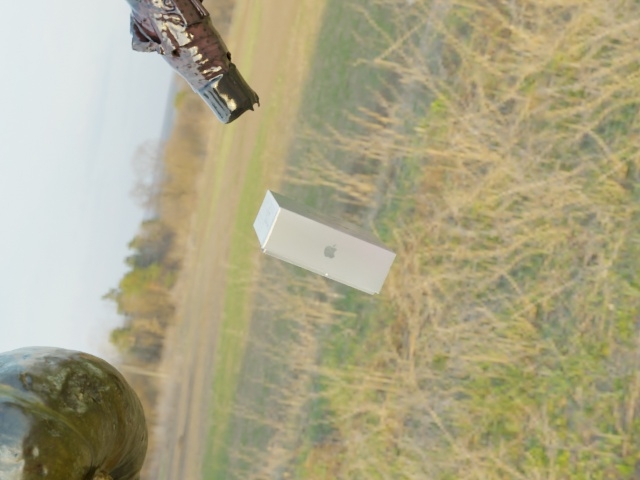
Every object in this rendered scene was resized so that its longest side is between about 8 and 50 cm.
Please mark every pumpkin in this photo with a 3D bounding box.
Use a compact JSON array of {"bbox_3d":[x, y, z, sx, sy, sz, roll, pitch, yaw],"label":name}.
[{"bbox_3d":[-0.210,0.185,0.705,0.219,0.163,0.218,10,-90,-73],"label":"pumpkin"}]

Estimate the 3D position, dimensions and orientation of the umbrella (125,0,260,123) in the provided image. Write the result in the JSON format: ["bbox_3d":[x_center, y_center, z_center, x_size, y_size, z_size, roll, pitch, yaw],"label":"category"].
[{"bbox_3d":[-0.181,-0.272,1.022,0.090,0.326,0.094,-27,21,30],"label":"umbrella"}]

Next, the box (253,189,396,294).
[{"bbox_3d":[0.000,0.000,0.957,0.130,0.129,0.051,-124,56,-76],"label":"box"}]
